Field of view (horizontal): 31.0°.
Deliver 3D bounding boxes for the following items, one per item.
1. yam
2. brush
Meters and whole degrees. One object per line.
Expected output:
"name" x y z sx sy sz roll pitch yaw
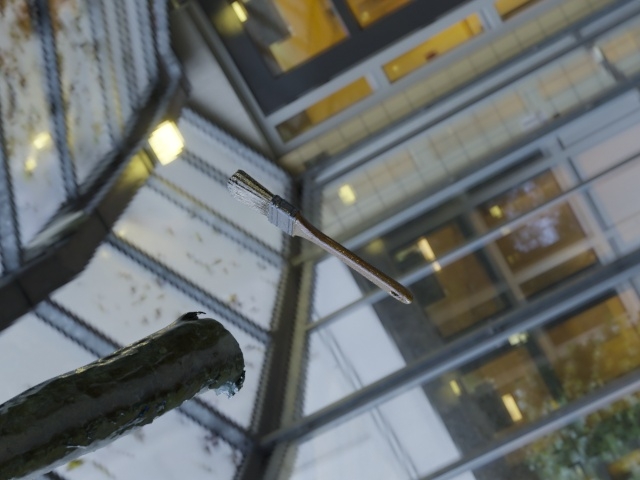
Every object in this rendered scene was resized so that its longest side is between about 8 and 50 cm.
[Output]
"yam" -0.074 0.055 0.331 0.129 0.027 0.033 -27 -103 -46
"brush" 0.000 0.000 0.889 0.170 0.014 0.043 34 163 8
